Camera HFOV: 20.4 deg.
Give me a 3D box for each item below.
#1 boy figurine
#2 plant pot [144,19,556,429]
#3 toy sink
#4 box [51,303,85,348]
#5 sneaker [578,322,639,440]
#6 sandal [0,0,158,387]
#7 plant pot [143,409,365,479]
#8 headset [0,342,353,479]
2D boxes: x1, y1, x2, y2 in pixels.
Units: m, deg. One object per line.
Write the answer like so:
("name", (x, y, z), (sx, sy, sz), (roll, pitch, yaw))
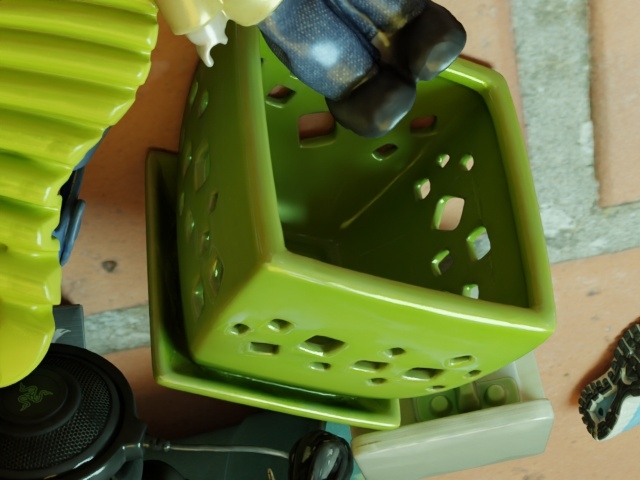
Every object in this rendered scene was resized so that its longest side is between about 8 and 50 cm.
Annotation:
("boy figurine", (-0.032, -0.193, 1.049), (0.177, 0.092, 0.285), (-45, 123, 0))
("plant pot", (0.000, 0.000, 1.224), (0.228, 0.227, 0.207), (14, 141, -28))
("toy sink", (0.092, 0.106, 1.397), (0.152, 0.131, 0.234), (-13, 166, 3))
("box", (-0.264, 0.172, 1.371), (0.183, 0.231, 0.056), (-4, 172, -6))
("sneaker", (0.296, 0.116, 1.582), (0.073, 0.063, 0.162), (-7, 150, -34))
("sandal", (-0.190, -0.070, 1.139), (0.126, 0.138, 0.317), (21, 106, -10))
("plant pot", (-0.116, 0.311, 1.527), (0.334, 0.341, 0.341), (-10, 143, 12))
("headset", (-0.155, 0.193, 1.174), (0.394, 0.185, 0.243), (-16, 126, 29))
